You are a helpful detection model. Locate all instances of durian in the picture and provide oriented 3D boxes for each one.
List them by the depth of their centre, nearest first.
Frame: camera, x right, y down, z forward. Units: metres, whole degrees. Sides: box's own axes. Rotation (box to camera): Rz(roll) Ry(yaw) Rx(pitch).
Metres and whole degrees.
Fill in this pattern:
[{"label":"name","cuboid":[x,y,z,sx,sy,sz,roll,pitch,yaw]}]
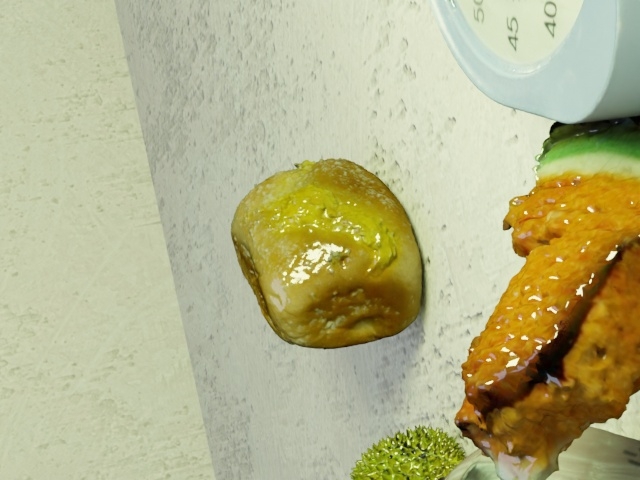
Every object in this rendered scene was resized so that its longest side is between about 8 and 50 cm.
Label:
[{"label":"durian","cuboid":[0.102,0.293,1.619,0.198,0.146,0.159,-154,57,-65]}]

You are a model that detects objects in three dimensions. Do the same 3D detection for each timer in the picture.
[{"label":"timer","cuboid":[0.167,-0.284,1.062,0.395,0.173,0.395,169,90,-72]}]

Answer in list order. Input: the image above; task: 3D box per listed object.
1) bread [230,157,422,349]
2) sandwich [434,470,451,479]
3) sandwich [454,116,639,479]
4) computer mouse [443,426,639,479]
[{"label":"bread","cuboid":[0.000,0.000,1.692,0.246,0.195,0.176,-124,25,-51]},{"label":"sandwich","cuboid":[0.200,0.308,1.408,0.198,0.227,0.155,35,-148,-63]},{"label":"sandwich","cuboid":[0.217,0.055,1.044,0.162,0.301,0.250,38,169,-19]},{"label":"computer mouse","cuboid":[0.210,0.238,1.162,0.115,0.199,0.389,43,156,-25]}]
